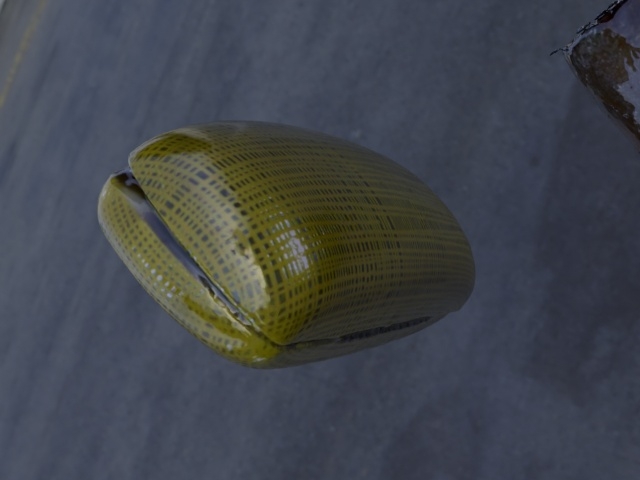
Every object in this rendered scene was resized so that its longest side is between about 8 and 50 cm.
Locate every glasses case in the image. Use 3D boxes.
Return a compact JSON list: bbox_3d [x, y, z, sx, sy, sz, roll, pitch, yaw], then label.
[{"bbox_3d":[0.000,0.000,0.470,0.064,0.079,0.234,-44,-12,13],"label":"glasses case"}]

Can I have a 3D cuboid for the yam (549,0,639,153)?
[{"bbox_3d":[0.154,-0.038,0.469,0.079,0.141,0.079,-43,-2,-2],"label":"yam"}]
